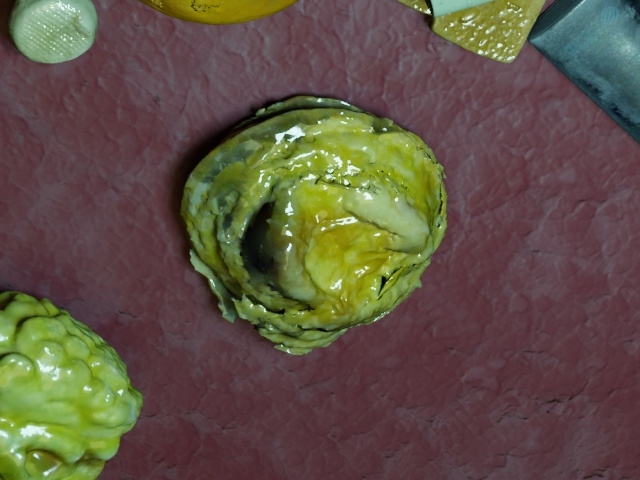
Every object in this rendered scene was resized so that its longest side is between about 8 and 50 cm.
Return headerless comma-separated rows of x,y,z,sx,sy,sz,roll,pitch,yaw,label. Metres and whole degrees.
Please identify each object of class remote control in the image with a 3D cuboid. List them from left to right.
0.371,-0.124,1.947,0.107,0.044,0.377,-40,117,22,remote control

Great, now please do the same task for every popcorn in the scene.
-0.295,0.181,1.989,0.225,0.173,0.286,-13,123,-7,popcorn

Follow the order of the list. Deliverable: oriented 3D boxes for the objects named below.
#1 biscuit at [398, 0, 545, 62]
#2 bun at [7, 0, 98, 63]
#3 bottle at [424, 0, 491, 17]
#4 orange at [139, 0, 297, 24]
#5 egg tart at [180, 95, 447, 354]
0.144,-0.274,1.830,0.212,0.041,0.238,-22,122,0,biscuit
-0.252,-0.210,1.817,0.086,0.055,0.086,-4,136,-4,bun
0.189,-0.267,1.777,0.201,0.072,0.072,-17,122,-1,bottle
-0.085,-0.303,1.665,0.246,0.246,0.246,-3,122,-5,orange
0.000,0.000,1.940,0.297,0.132,0.297,-6,125,-9,egg tart
